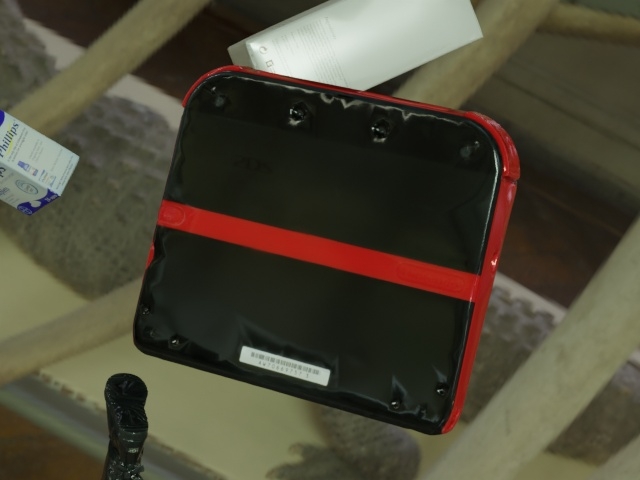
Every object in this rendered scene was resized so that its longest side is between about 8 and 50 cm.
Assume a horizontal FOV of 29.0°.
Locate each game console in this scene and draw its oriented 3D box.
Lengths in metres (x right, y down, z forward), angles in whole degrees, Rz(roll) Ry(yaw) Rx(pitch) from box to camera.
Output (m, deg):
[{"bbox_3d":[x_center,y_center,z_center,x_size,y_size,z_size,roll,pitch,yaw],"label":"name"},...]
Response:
[{"bbox_3d":[0.000,0.000,1.341,0.386,0.342,0.060,13,3,18],"label":"game console"}]

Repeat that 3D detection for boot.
[{"bbox_3d":[-0.204,0.207,1.272,0.045,0.099,0.121,5,27,-18],"label":"boot"}]

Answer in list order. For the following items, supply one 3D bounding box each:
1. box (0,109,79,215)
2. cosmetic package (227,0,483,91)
[{"bbox_3d":[-0.434,-0.109,1.745,0.137,0.126,0.072,32,62,-23],"label":"box"},{"bbox_3d":[0.052,-0.324,2.016,0.365,0.155,0.197,-24,10,-9],"label":"cosmetic package"}]
